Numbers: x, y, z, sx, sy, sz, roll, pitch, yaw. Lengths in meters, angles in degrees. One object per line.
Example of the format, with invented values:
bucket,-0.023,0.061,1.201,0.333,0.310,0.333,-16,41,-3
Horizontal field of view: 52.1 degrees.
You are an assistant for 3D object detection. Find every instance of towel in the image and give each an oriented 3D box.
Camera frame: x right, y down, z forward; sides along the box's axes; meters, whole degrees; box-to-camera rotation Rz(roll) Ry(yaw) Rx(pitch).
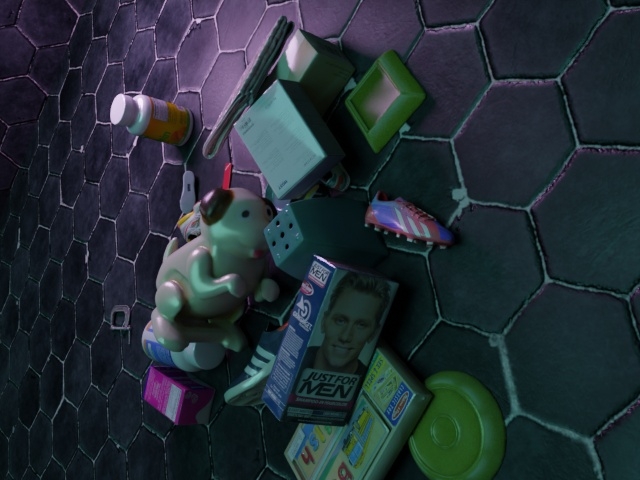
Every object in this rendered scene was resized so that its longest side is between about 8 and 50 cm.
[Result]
towel,-0.201,-0.415,1.791,0.317,0.053,0.331,-38,25,53

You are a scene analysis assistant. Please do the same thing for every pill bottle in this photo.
pill bottle,-0.403,0.308,1.951,0.272,0.152,0.152,3,85,47
pill bottle,-0.563,-0.406,2.182,0.136,0.246,0.136,-11,75,46

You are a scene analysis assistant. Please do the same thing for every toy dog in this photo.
toy dog,-0.259,0.052,1.770,0.407,0.285,0.395,-57,39,22

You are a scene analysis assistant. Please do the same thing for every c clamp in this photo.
c clamp,-0.736,0.304,2.403,0.161,0.022,0.137,0,83,47

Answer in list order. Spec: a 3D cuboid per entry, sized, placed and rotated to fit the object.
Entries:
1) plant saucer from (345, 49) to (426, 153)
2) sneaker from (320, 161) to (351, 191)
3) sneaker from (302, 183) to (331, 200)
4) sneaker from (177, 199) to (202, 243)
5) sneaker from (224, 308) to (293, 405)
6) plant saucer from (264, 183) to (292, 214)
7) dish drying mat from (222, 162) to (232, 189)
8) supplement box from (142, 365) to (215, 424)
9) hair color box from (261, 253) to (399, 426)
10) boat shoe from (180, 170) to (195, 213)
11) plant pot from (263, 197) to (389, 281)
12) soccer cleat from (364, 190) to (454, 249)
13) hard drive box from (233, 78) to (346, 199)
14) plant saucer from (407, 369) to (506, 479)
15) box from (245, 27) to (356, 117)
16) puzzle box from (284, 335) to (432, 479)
plant saucer,0.139,-0.338,1.566,0.188,0.045,0.188,-49,52,30
sneaker,0.011,-0.188,1.653,0.057,0.075,0.161,-53,49,26
sneaker,-0.048,-0.063,1.691,0.094,0.082,0.208,49,118,43
sneaker,-0.356,-0.062,2.031,0.225,0.088,0.092,-38,69,42
sneaker,-0.129,0.301,1.690,0.350,0.131,0.148,-40,49,28
plant saucer,-0.109,-0.129,1.811,0.119,0.021,0.119,-12,74,45
dish drying mat,-0.289,-0.198,2.026,0.032,0.008,0.083,5,87,46
supplement box,-0.430,0.465,1.980,0.220,0.111,0.113,17,95,46
hair color box,0.019,0.218,1.409,0.105,0.174,0.347,31,104,57
boat shoe,-0.433,-0.157,2.152,0.040,0.049,0.142,164,110,-80
plant pot,0.000,0.000,1.514,0.165,0.234,0.165,-45,53,32
soccer cleat,0.194,-0.047,1.432,0.248,0.083,0.095,19,92,50
hard drive box,-0.078,-0.243,1.593,0.181,0.089,0.232,-39,75,31
plant saucer,0.257,0.382,1.314,0.241,0.037,0.240,-12,74,46
box,-0.066,-0.377,1.721,0.311,0.148,0.121,-53,50,29
puzzle box,0.068,0.421,1.468,0.272,0.052,0.408,46,116,51
